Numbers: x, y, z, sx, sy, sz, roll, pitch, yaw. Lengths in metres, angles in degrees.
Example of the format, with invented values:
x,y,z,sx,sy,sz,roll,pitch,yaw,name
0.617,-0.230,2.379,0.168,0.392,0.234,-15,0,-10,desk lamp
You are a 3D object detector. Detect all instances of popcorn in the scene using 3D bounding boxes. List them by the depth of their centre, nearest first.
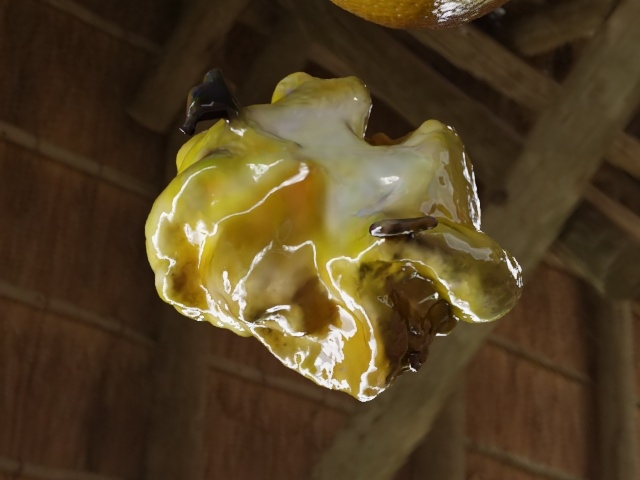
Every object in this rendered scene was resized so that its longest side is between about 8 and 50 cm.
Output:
x,y,z,sx,sy,sz,roll,pitch,yaw,name
0.000,0.000,1.243,0.297,0.315,0.281,-15,-38,-11,popcorn

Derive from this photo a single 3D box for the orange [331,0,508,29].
x,y,z,sx,sy,sz,roll,pitch,yaw,name
0.079,-0.301,1.193,0.264,0.264,0.264,-18,-49,-23,orange
